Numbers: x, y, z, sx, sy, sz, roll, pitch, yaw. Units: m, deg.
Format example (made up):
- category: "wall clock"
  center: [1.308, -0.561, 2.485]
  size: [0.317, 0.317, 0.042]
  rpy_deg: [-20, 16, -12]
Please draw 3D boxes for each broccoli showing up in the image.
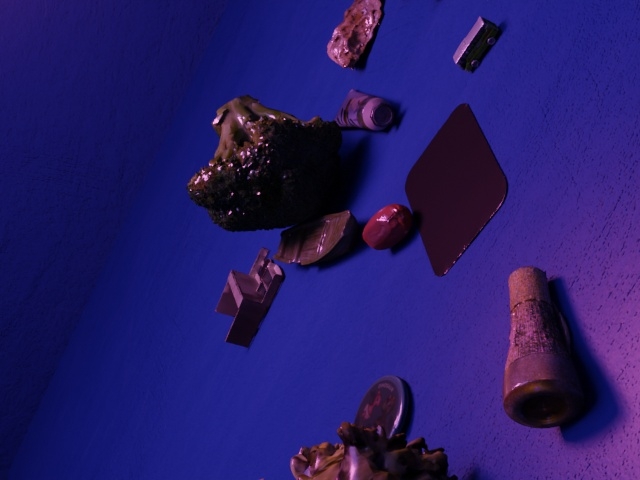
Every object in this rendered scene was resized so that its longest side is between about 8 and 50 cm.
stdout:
- category: "broccoli"
  center: [0.031, 0.379, 1.070]
  size: [0.324, 0.272, 0.334]
  rpy_deg: [14, 73, 28]
- category: "broccoli"
  center: [-0.112, -0.142, 1.718]
  size: [0.275, 0.308, 0.308]
  rpy_deg: [56, 136, 10]

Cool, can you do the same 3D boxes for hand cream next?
- category: "hand cream"
  center: [0.074, -0.241, 1.723]
  size: [0.091, 0.058, 0.271]
  rpy_deg: [-63, 18, 4]
- category: "hand cream"
  center: [0.240, 0.110, 1.024]
  size: [0.084, 0.084, 0.203]
  rpy_deg: [-50, 22, 36]

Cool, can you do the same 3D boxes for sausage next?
- category: "sausage"
  center: [0.106, -0.020, 1.440]
  size: [0.059, 0.054, 0.094]
  rpy_deg: [60, 141, 10]

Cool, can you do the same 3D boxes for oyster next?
- category: "oyster"
  center: [0.065, -0.442, 1.895]
  size: [0.133, 0.072, 0.209]
  rpy_deg: [6, 73, 63]

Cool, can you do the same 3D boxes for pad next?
- category: "pad"
  center: [0.196, -0.082, 1.370]
  size: [0.181, 0.004, 0.267]
  rpy_deg: [-55, 27, 29]

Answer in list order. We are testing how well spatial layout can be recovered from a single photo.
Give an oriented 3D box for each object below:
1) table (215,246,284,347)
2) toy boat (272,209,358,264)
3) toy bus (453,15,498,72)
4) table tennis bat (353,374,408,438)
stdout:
- category: "table"
  center: [-0.151, 0.110, 1.897]
  size: [0.175, 0.063, 0.146]
  rpy_deg: [-65, 23, 14]
- category: "toy boat"
  center: [0.000, 0.000, 1.665]
  size: [0.293, 0.055, 0.093]
  rpy_deg: [-17, 54, 63]
- category: "toy bus"
  center: [0.241, -0.304, 1.422]
  size: [0.083, 0.037, 0.031]
  rpy_deg: [-55, 26, 30]
- category: "table tennis bat"
  center: [0.071, 0.285, 1.289]
  size: [0.124, 0.033, 0.201]
  rpy_deg: [-3, 63, 67]
